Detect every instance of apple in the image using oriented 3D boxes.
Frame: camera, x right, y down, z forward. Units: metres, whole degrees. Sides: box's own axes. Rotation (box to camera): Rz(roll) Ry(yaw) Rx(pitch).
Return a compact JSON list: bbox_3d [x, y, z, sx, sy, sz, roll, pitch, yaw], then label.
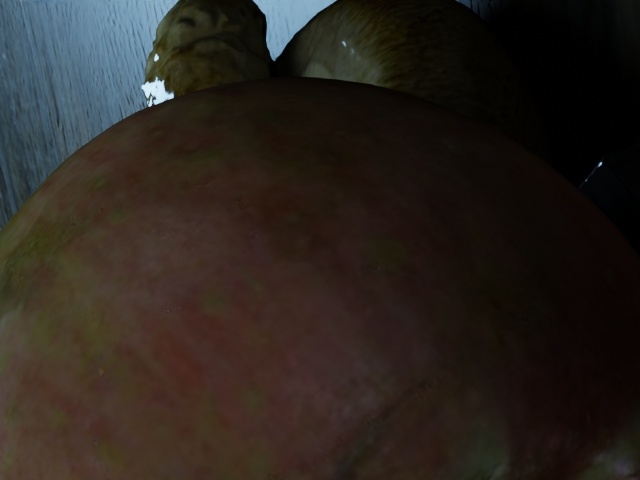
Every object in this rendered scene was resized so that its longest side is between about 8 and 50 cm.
[{"bbox_3d":[-0.015,0.106,0.813,0.364,0.364,0.364,30,133,39],"label":"apple"}]

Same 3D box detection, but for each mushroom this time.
[{"bbox_3d":[0.023,0.004,1.120,0.345,0.239,0.345,171,90,-82],"label":"mushroom"}]

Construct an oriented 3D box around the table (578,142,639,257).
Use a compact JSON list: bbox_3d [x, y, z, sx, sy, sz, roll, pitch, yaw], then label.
[{"bbox_3d":[0.222,0.035,0.932,0.169,0.193,0.172,52,144,15],"label":"table"}]
